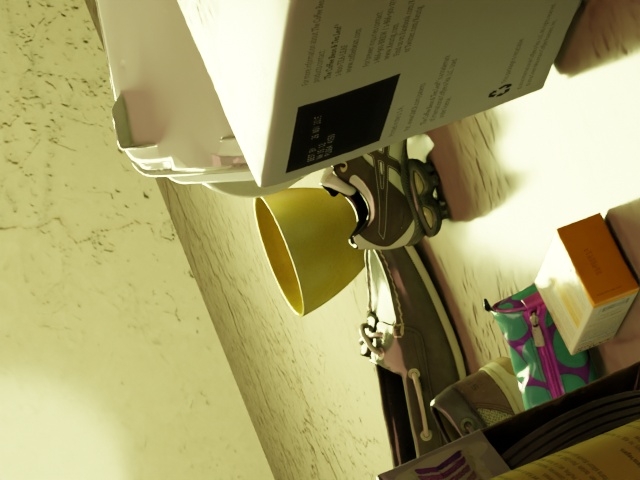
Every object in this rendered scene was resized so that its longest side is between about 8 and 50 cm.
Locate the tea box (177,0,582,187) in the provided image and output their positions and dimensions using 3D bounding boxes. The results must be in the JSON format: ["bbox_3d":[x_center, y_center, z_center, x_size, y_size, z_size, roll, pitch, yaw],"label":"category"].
[{"bbox_3d":[0.009,-0.258,1.201,0.329,0.220,0.324,107,141,-71],"label":"tea box"}]

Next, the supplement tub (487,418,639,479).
[{"bbox_3d":[0.168,0.216,0.989,0.241,0.331,0.241,159,90,-79],"label":"supplement tub"}]

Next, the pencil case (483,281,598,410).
[{"bbox_3d":[0.174,0.105,1.450,0.070,0.064,0.152,-49,-59,-74],"label":"pencil case"}]

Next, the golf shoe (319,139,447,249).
[{"bbox_3d":[0.036,-0.086,1.700,0.077,0.093,0.198,131,120,-78],"label":"golf shoe"}]

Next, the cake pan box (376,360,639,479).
[{"bbox_3d":[0.166,0.191,1.187,0.070,0.245,0.267,52,158,45],"label":"cake pan box"}]

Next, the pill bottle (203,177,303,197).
[{"bbox_3d":[-0.105,-0.188,1.991,0.301,0.169,0.169,-122,16,-48],"label":"pill bottle"}]

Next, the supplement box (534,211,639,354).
[{"bbox_3d":[0.182,0.031,1.353,0.098,0.036,0.062,98,149,-67],"label":"supplement box"}]

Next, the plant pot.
[{"bbox_3d":[0.000,0.000,2.009,0.134,0.095,0.134,160,90,-79],"label":"plant pot"}]

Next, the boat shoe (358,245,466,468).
[{"bbox_3d":[0.087,0.152,1.862,0.112,0.095,0.335,-151,42,-73],"label":"boat shoe"}]

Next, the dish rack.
[{"bbox_3d":[-0.123,-0.210,1.754,0.285,0.072,0.333,-1,102,51],"label":"dish rack"}]

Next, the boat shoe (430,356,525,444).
[{"bbox_3d":[0.170,0.242,1.637,0.103,0.092,0.285,180,70,-78],"label":"boat shoe"}]
